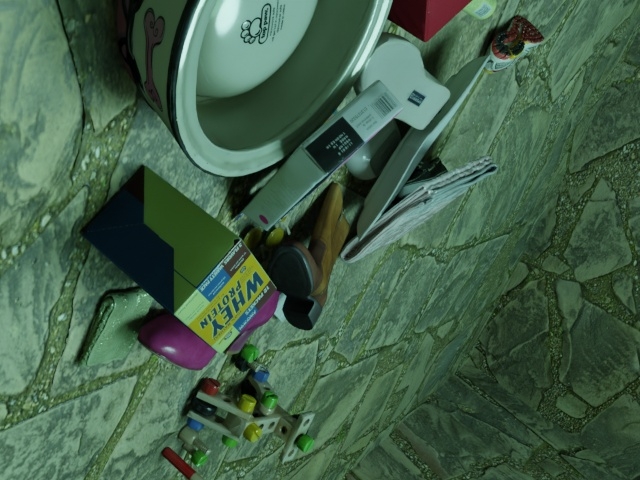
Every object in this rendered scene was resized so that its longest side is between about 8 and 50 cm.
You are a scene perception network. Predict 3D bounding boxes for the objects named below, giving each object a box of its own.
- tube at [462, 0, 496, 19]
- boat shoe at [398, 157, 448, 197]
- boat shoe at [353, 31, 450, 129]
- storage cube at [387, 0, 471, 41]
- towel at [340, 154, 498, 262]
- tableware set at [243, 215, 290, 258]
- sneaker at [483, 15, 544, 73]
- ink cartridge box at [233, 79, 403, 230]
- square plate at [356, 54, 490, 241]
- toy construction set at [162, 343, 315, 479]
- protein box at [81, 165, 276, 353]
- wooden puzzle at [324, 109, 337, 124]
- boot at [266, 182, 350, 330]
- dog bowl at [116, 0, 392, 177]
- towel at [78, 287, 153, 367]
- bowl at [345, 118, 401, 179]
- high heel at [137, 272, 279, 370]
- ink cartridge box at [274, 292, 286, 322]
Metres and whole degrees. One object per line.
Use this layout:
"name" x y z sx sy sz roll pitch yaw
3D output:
"tube" 0.272 -0.492 1.516 0.240 0.062 0.070 2 77 -57
"boat shoe" 0.242 -0.155 1.897 0.078 0.070 0.219 -21 -177 35
"boat shoe" 0.096 -0.292 1.320 0.127 0.158 0.340 -51 157 9
"storage cube" 0.150 -0.454 1.167 0.215 0.184 0.193 -45 155 -22
"towel" 0.236 -0.074 1.866 0.332 0.053 0.317 -24 169 -47
"tableware set" -0.121 0.000 1.480 0.154 0.024 0.104 -44 151 -20
"sneaker" 0.456 -0.469 1.877 0.225 0.088 0.092 -34 170 -39
"ink cartridge box" -0.018 -0.115 1.257 0.176 0.069 0.371 -43 -175 -26
"square plate" 0.203 -0.199 1.648 0.344 0.049 0.347 -51 174 -35
"toy construction set" -0.160 0.422 1.704 0.309 0.237 0.257 -50 156 -9
"protein box" -0.200 0.033 1.146 0.136 0.200 0.201 -49 157 -11
"wooden puzzle" 0.010 -0.227 1.435 0.049 0.006 0.083 -24 142 -50
"boot" 0.000 0.000 1.538 0.264 0.096 0.280 70 37 -50
"dog bowl" -0.080 -0.290 0.989 0.408 0.150 0.408 -43 157 -24
"towel" -0.329 0.141 1.269 0.110 0.027 0.148 -10 131 -59
"bowl" 0.117 -0.193 1.625 0.142 0.053 0.142 -51 158 -6
"high heel" -0.188 0.122 1.399 0.181 0.127 0.377 -57 167 7
"ink cartridge box" -0.066 0.100 1.709 0.145 0.045 0.179 -51 167 -9
